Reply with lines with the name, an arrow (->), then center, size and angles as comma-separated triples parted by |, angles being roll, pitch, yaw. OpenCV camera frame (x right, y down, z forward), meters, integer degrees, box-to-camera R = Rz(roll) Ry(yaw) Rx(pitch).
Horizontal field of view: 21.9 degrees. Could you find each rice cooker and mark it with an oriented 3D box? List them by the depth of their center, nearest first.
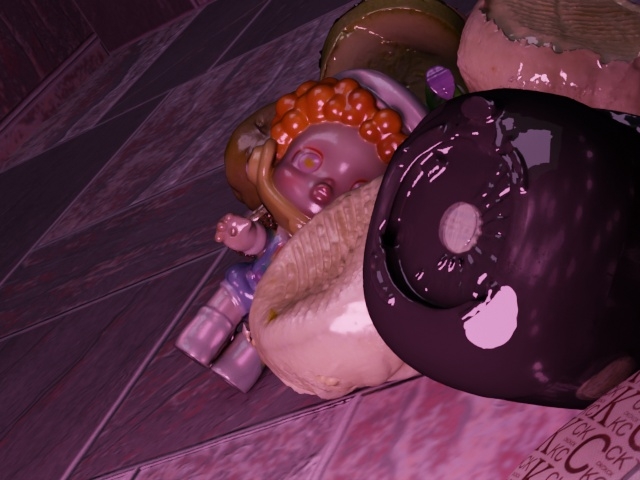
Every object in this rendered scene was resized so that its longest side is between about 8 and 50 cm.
rice cooker -> 0.170, 0.005, 1.300 | 0.267, 0.224, 0.267 | -21, 61, 43

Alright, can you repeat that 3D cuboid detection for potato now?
potato -> -0.037, -0.122, 2.251 | 0.200, 0.137, 0.154 | -34, 19, -7

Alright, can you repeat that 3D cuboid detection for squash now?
squash -> 0.100, -0.208, 2.113 | 0.220, 0.220, 0.133 | -27, 16, 18

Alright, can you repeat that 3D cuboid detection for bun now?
bun -> 0.050, 0.054, 1.626 | 0.259, 0.160, 0.259 | -41, 23, 22
bun -> 0.274, -0.182, 1.823 | 0.259, 0.152, 0.259 | 7, 29, -4

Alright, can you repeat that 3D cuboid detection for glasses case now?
glasses case -> 0.280, 0.122, 1.164 | 0.354, 0.085, 0.137 | -34, 19, -2

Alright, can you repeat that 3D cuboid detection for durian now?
durian -> -0.052, -0.026, 2.135 | 0.140, 0.071, 0.110 | -50, 13, -1

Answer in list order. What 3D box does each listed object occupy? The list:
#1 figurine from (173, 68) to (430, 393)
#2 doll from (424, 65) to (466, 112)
figurine -> -0.026, -0.016, 1.849 | 0.382, 0.224, 0.205 | -40, -13, -7
doll -> 0.167, -0.117, 1.847 | 0.050, 0.115, 0.190 | -34, 62, 3
